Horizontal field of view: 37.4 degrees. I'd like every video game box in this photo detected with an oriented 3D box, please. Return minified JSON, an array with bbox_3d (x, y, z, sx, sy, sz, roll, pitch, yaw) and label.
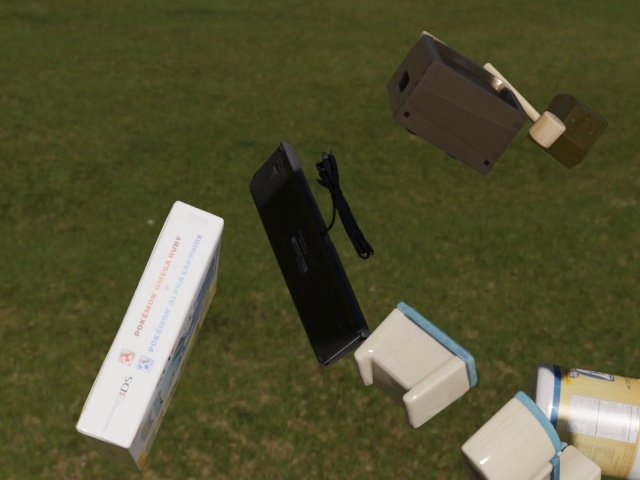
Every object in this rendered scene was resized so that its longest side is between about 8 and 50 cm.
[{"bbox_3d":[-0.135,0.088,0.782,0.048,0.187,0.205,23,-19,0],"label":"video game box"}]

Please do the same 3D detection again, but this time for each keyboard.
[{"bbox_3d":[0.000,0.000,1.339,0.033,0.201,0.317,-8,66,-38],"label":"keyboard"}]

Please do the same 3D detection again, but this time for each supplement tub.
[{"bbox_3d":[0.395,0.260,1.345,0.199,0.144,0.144,9,23,7],"label":"supplement tub"}]

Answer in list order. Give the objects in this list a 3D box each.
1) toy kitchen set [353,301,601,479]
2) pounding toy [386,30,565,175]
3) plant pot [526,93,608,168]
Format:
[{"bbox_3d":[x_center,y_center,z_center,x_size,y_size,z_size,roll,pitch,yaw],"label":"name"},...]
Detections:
[{"bbox_3d":[0.135,0.156,0.795,0.122,0.207,0.166,-38,52,-19],"label":"toy kitchen set"},{"bbox_3d":[0.184,-0.149,1.121,0.206,0.094,0.181,29,23,-14],"label":"pounding toy"},{"bbox_3d":[0.354,-0.157,1.329,0.081,0.081,0.083,36,0,-2],"label":"plant pot"}]
